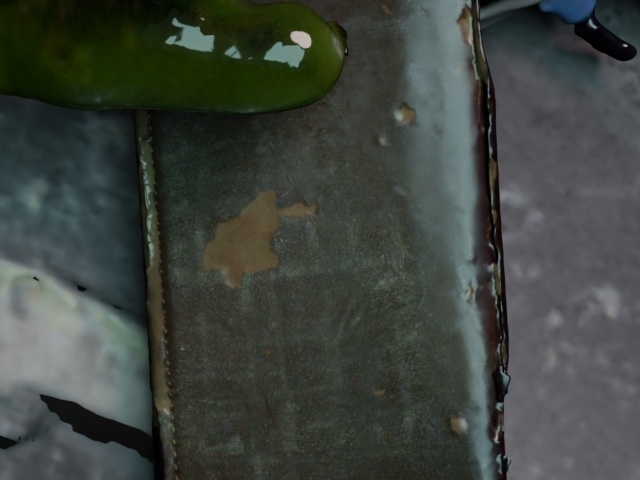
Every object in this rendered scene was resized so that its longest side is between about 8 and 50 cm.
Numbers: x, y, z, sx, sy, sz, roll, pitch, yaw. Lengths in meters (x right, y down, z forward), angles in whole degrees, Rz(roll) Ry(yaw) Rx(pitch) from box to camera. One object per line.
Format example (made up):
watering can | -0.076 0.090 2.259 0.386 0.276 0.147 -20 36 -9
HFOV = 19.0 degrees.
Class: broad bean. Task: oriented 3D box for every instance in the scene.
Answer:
broad bean | -0.142 -0.023 0.587 0.292 0.049 0.144 -35 78 -7

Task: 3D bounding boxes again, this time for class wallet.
wallet | 0.000 0.000 0.630 0.122 0.031 0.232 -3 94 7

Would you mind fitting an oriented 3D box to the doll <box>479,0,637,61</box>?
doll | 0.058 -0.111 0.670 0.195 0.070 0.096 2 105 -21
